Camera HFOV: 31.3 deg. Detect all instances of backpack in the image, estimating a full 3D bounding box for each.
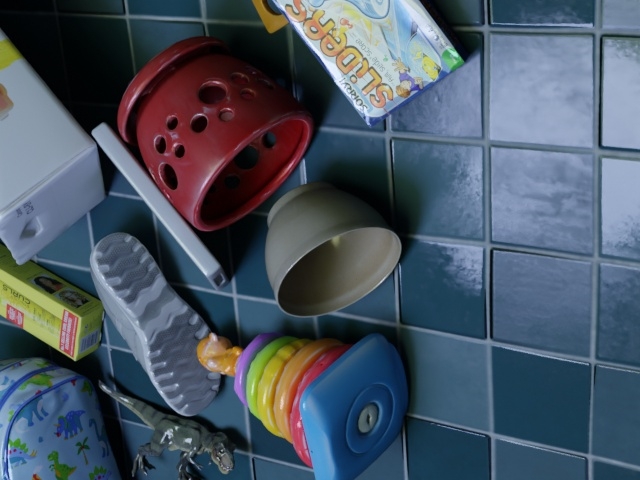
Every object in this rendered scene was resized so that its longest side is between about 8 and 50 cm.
[{"bbox_3d":[-0.440,0.349,1.720,0.273,0.290,0.356,-23,87,43],"label":"backpack"}]

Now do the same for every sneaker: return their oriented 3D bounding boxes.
[{"bbox_3d":[-0.232,0.115,1.603,0.281,0.105,0.115,64,158,-8],"label":"sneaker"}]

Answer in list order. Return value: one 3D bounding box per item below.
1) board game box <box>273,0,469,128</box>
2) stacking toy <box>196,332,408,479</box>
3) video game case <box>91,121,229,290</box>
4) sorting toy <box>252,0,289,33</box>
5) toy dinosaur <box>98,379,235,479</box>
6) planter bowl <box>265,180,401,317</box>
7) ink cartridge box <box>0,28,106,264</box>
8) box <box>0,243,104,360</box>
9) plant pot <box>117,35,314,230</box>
[{"bbox_3d":[0.049,-0.241,1.247,0.136,0.035,0.201,-34,101,29],"label":"board game box"},{"bbox_3d":[-0.050,0.182,1.474,0.302,0.166,0.175,17,131,40],"label":"stacking toy"},{"bbox_3d":[-0.198,-0.037,1.453,0.026,0.206,0.227,-39,85,-6],"label":"video game case"},{"bbox_3d":[-0.098,-0.409,1.302,0.196,0.047,0.348,-8,106,39],"label":"sorting toy"},{"bbox_3d":[-0.224,0.301,1.683,0.268,0.064,0.118,19,113,28],"label":"toy dinosaur"},{"bbox_3d":[0.000,0.000,1.357,0.162,0.162,0.109,-57,49,36],"label":"planter bowl"},{"bbox_3d":[-0.458,-0.184,1.483,0.385,0.160,0.279,51,167,5],"label":"ink cartridge box"},{"bbox_3d":[-0.434,0.089,1.727,0.232,0.058,0.087,27,122,21],"label":"box"},{"bbox_3d":[-0.130,-0.136,1.351,0.174,0.191,0.191,47,128,14],"label":"plant pot"}]
